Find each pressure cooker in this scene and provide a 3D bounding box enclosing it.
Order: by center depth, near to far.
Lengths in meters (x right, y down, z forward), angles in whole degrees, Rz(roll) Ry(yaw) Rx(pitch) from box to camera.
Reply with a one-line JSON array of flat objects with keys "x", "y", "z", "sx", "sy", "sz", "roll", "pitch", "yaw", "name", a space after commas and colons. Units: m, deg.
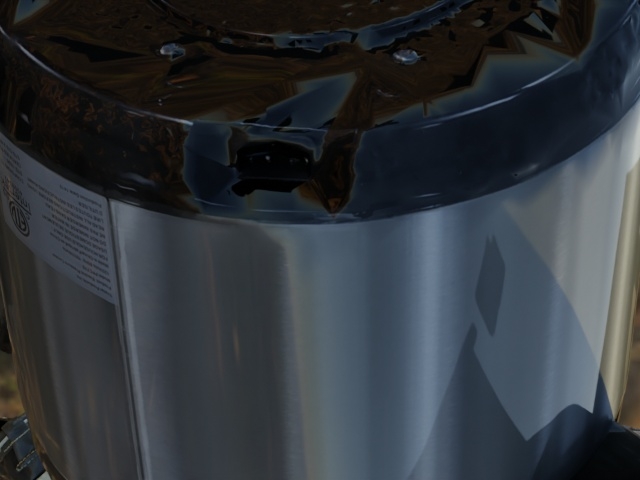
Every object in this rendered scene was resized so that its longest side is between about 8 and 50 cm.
[{"x": -0.005, "y": 0.002, "z": 1.058, "sx": 0.370, "sy": 0.375, "sz": 0.420, "roll": -99, "pitch": -175, "yaw": -51, "name": "pressure cooker"}]

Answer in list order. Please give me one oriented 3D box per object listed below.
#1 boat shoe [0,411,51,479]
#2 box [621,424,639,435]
[{"x": -0.306, "y": 0.205, "z": 1.887, "sx": 0.079, "sy": 0.233, "sz": 0.084, "roll": 44, "pitch": 74, "yaw": -10, "name": "boat shoe"}, {"x": 0.148, "y": 0.227, "z": 1.407, "sx": 0.242, "sy": 0.307, "sz": 0.076, "roll": 80, "pitch": 31, "yaw": -41, "name": "box"}]
